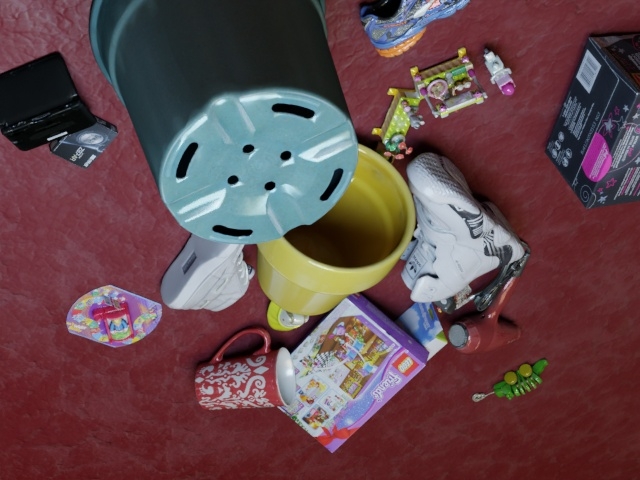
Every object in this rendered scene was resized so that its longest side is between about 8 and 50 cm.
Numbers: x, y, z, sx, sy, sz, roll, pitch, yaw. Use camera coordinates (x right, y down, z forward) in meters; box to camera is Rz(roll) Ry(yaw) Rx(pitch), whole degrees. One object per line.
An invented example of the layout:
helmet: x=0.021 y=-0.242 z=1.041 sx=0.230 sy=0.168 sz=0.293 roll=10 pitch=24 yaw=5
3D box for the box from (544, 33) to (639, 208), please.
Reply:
box: x=0.503 y=-0.200 z=1.778 sx=0.142 sy=0.163 sz=0.247 roll=-7 pitch=137 yaw=-20

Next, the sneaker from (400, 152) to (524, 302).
sneaker: x=0.203 y=-0.005 z=1.866 sx=0.210 sy=0.137 sz=0.366 roll=-37 pitch=143 yaw=15

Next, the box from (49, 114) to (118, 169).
box: x=-0.355 y=-0.151 z=1.593 sx=0.083 sy=0.018 sz=0.067 roll=-43 pitch=133 yaw=22

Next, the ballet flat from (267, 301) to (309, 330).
ballet flat: x=-0.040 y=0.106 z=1.942 sx=0.077 sy=0.077 sz=0.231 roll=3 pitch=133 yaw=-25

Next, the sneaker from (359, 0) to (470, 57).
sneaker: x=0.149 y=-0.358 z=1.536 sx=0.221 sy=0.083 sz=0.087 roll=-41 pitch=129 yaw=18

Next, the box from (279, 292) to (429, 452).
box: x=0.041 y=0.255 z=2.068 sx=0.201 sy=0.057 sz=0.293 roll=41 pitch=117 yaw=-4

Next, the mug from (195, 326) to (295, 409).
mug: x=-0.144 y=0.252 z=2.031 sx=0.169 sy=0.150 sz=0.113 roll=-9 pitch=156 yaw=15

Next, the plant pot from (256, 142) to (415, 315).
plant pot: x=0.000 y=0.000 z=1.741 sx=0.254 sy=0.254 sz=0.239 roll=-3 pitch=150 yaw=-19

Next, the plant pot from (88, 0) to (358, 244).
plant pot: x=-0.116 y=-0.195 z=1.409 sx=0.341 sy=0.334 sz=0.341 roll=-11 pitch=137 yaw=-10

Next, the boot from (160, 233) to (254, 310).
boot: x=-0.162 y=0.031 z=1.819 sx=0.123 sy=0.095 sz=0.258 roll=11 pitch=138 yaw=-38

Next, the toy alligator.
toy alligator: x=0.431 y=0.330 z=2.383 sx=0.189 sy=0.051 sz=0.056 roll=-30 pitch=137 yaw=10

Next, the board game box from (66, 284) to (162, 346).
board game box: x=-0.365 y=0.148 z=1.890 sx=0.168 sy=0.033 sz=0.133 roll=27 pitch=120 yaw=-39

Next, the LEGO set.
LEGO set: x=0.176 y=-0.194 z=1.695 sx=0.287 sy=0.107 sz=0.132 roll=-37 pitch=136 yaw=17

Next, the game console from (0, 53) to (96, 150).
game console: x=-0.399 y=-0.194 z=1.520 sx=0.122 sy=0.071 sz=0.107 roll=-20 pitch=160 yaw=3

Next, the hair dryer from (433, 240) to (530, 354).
hair dryer: x=0.352 y=0.143 z=2.128 sx=0.223 sy=0.080 sz=0.293 roll=-32 pitch=146 yaw=-2

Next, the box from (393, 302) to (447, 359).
box: x=0.177 y=0.198 z=2.101 sx=0.042 sy=0.109 sz=0.178 roll=27 pitch=120 yaw=-35
